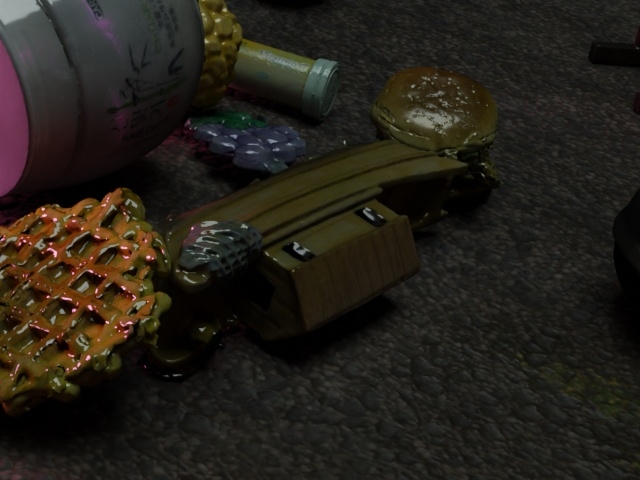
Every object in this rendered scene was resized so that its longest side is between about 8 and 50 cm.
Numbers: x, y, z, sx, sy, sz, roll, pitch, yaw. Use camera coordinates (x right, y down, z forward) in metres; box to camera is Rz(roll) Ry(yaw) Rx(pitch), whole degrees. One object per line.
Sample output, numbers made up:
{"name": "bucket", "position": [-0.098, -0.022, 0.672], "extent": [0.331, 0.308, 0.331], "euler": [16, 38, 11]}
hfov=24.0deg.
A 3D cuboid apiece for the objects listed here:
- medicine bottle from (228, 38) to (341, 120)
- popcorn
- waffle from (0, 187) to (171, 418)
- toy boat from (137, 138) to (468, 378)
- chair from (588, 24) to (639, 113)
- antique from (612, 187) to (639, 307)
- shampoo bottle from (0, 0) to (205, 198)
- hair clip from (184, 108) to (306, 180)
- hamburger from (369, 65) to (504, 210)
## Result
{"name": "medicine bottle", "position": [-0.087, -0.211, 1.826], "extent": [0.218, 0.074, 0.074], "euler": [18, 30, 13]}
{"name": "popcorn", "position": [-0.176, -0.217, 1.717], "extent": [0.180, 0.170, 0.180], "euler": [37, -5, 3]}
{"name": "waffle", "position": [-0.241, 0.051, 1.264], "extent": [0.245, 0.052, 0.254], "euler": [-19, 39, 3]}
{"name": "toy boat", "position": [0.000, 0.000, 1.443], "extent": [0.162, 0.136, 0.445], "euler": [33, 34, 23]}
{"name": "chair", "position": [0.622, -0.308, 2.090], "extent": [0.416, 0.240, 0.203], "euler": [1, 30, -18]}
{"name": "antique", "position": [0.440, 0.002, 1.552], "extent": [0.255, 0.185, 0.322], "euler": [32, 39, 28]}
{"name": "shampoo bottle", "position": [-0.276, -0.186, 1.509], "extent": [0.273, 0.273, 0.266], "euler": [29, 40, 26]}
{"name": "hair clip", "position": [-0.080, -0.105, 1.683], "extent": [0.124, 0.052, 0.195], "euler": [2, 23, -29]}
{"name": "hamburger", "position": [0.133, -0.110, 1.677], "extent": [0.159, 0.131, 0.185], "euler": [-23, 49, -40]}
